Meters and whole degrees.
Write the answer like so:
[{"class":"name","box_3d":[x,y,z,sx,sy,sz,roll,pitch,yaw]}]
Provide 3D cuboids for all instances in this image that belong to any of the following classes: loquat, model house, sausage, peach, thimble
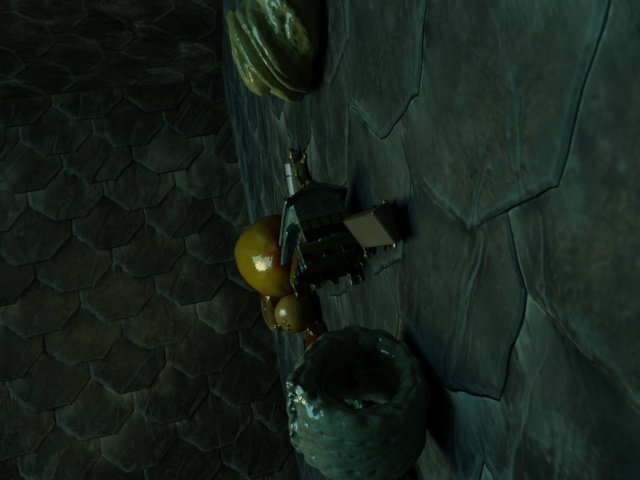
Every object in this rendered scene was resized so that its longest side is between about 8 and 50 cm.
[{"class":"loquat","box_3d":[-0.096,0.277,1.987,0.149,0.205,0.172,55,-172,24]},{"class":"model house","box_3d":[0.000,0.000,1.308,0.224,0.199,0.215,102,149,-59]},{"class":"sausage","box_3d":[-0.017,0.429,1.985,0.102,0.076,0.301,-113,18,-57]},{"class":"peach","box_3d":[-0.140,0.060,1.827,0.308,0.289,0.288,3,105,44]},{"class":"thimble","box_3d":[0.073,0.326,1.051,0.291,0.292,0.195,-122,27,-59]}]

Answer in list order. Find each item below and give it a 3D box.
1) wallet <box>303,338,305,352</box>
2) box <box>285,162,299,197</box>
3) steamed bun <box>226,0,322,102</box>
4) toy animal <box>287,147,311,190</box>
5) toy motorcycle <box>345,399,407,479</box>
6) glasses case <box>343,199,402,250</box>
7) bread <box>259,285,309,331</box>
[{"class":"wallet","box_3d":[-0.043,0.550,2.272,0.149,0.044,0.249,-117,21,-64]},{"class":"box","box_3d":[-0.096,-0.208,1.922,0.084,0.040,0.154,-152,54,-77]},{"class":"steamed bun","box_3d":[-0.129,-0.559,1.395,0.372,0.231,0.324,91,166,-48]},{"class":"toy animal","box_3d":[-0.066,-0.233,1.756,0.099,0.057,0.241,90,164,-61]},{"class":"toy motorcycle","box_3d":[0.133,0.485,1.304,0.196,0.125,0.330,104,149,-58]},{"class":"glasses case","box_3d":[0.127,-0.027,1.075,0.102,0.070,0.193,53,166,-6]},{"class":"bread","box_3d":[-0.150,0.243,2.154,0.176,0.196,0.246,-126,28,-53]}]
